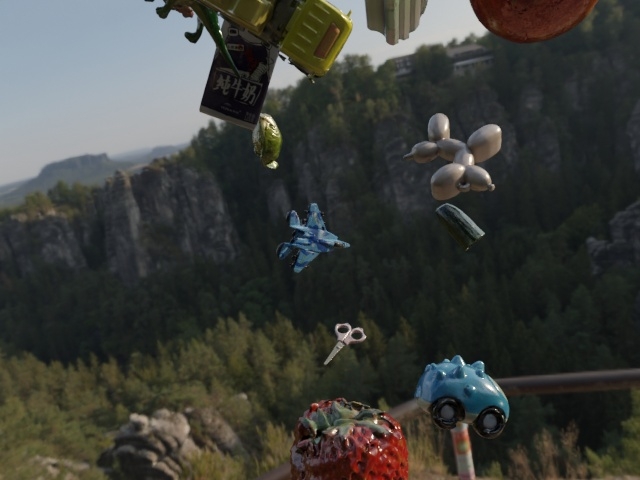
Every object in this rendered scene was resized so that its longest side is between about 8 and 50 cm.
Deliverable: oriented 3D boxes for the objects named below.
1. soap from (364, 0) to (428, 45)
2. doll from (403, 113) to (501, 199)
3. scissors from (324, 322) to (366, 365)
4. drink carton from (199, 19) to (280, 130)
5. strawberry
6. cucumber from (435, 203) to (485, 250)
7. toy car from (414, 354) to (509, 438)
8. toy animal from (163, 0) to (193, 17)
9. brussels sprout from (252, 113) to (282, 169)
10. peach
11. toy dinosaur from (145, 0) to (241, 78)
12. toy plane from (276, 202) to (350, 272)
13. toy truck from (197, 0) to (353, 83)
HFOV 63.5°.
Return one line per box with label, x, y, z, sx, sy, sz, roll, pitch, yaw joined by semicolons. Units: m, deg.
soap;0.227;-0.728;1.503;0.208;0.115;0.347;-51;-14;-4
doll;0.218;-0.132;0.835;0.161;0.059;0.160;23;60;30
scissors;0.059;0.307;1.517;0.100;0.015;0.189;20;37;23
drink carton;-0.176;-0.380;1.167;0.134;0.222;0.102;18;19;-9
strawberry;0.075;0.540;1.164;0.267;0.351;0.312;-19;6;-18
cucumber;0.252;-0.031;0.947;0.048;0.105;0.048;-28;-28;-16
toy car;0.389;0.417;1.420;0.255;0.190;0.188;14;-5;-1
toy animal;-0.428;-0.721;1.339;0.097;0.312;0.157;-40;51;-5
brussels sprout;-0.173;-0.326;1.694;0.100;0.181;0.139;5;37;-10
peach;0.518;-0.654;1.233;0.370;0.370;0.370;-12;12;2
toy dinosaur;-0.233;-0.576;1.040;0.301;0.447;0.087;-40;5;22
toy plane;-0.006;-0.002;1.263;0.078;0.169;0.246;18;6;31
toy truck;-0.080;-0.363;0.792;0.272;0.124;0.157;30;17;-14
